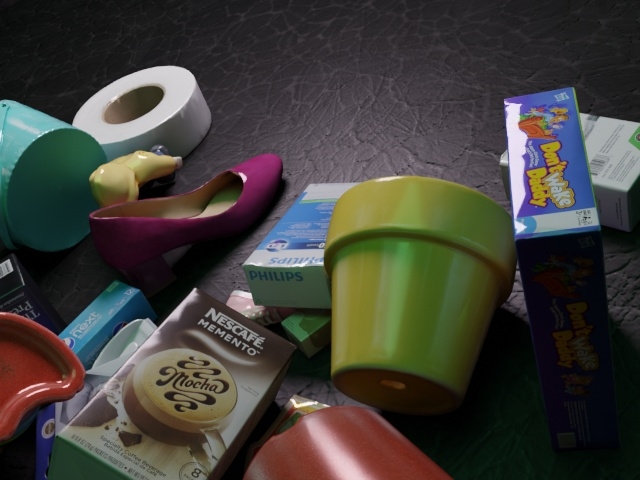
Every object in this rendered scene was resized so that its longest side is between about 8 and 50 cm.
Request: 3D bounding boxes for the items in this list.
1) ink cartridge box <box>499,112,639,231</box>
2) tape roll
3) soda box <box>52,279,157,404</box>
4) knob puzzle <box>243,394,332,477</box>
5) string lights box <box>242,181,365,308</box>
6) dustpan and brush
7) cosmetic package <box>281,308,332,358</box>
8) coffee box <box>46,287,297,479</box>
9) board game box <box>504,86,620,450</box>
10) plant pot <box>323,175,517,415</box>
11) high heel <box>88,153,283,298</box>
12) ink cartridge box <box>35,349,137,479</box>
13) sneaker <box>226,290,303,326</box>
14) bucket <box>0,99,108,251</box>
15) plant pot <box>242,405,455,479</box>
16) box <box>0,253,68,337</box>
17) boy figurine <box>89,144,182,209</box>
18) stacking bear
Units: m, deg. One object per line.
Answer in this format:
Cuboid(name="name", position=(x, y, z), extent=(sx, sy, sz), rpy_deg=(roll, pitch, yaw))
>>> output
Cuboid(name="ink cartridge box", position=(0.401, -0.113, 1.239), extent=(0.208, 0.087, 0.153), rpy_deg=(20, 56, 39))
Cuboid(name="tape roll", position=(-0.383, -0.257, 1.757), extent=(0.286, 0.100, 0.286), rpy_deg=(-13, 41, 12))
Cuboid(name="soda box", position=(-0.362, 0.164, 1.293), extent=(0.067, 0.071, 0.210), rpy_deg=(17, 53, 38))
Cuboid(name="knob puzzle", position=(-0.020, 0.288, 1.027), extent=(0.213, 0.030, 0.213), rpy_deg=(-13, 41, 11))
Cuboid(name="string lights box", position=(0.000, 0.000, 1.260), extent=(0.133, 0.077, 0.260), rpy_deg=(1, 31, 26))
Cuboid(name="dustpan and brush", position=(-0.313, 0.217, 1.216), extent=(0.211, 0.060, 0.147), rpy_deg=(-52, 44, -5))
Cuboid(name="cosmetic package", position=(0.007, 0.114, 1.201), extent=(0.115, 0.041, 0.060), rpy_deg=(-37, 41, -17))
Cuboid(name="coffee box", position=(-0.173, 0.213, 1.008), extent=(0.168, 0.119, 0.297), rpy_deg=(28, 37, 7))
Cuboid(name="board game box", position=(0.274, 0.040, 0.920), extent=(0.078, 0.347, 0.233), rpy_deg=(-8, 42, 16))
Cuboid(name="plant pot", position=(0.114, 0.083, 1.046), extent=(0.254, 0.254, 0.239), rpy_deg=(0, 59, 25))
Cuboid(name="high heel", position=(-0.217, -0.075, 1.409), extent=(0.127, 0.181, 0.377), rpy_deg=(20, 55, 39))
Cuboid(name="ink cartridge box", position=(-0.309, 0.278, 1.109), extent=(0.224, 0.045, 0.223), rpy_deg=(-25, 49, 11))
Cuboid(name="sneaker", position=(-0.093, 0.118, 1.239), extent=(0.134, 0.051, 0.070), rpy_deg=(5, 50, 31))
Cuboid(name="bucket", position=(-0.550, -0.115, 1.550), extent=(0.183, 0.281, 0.281), rpy_deg=(17, 53, 32))
Cuboid(name="plant pot", position=(0.054, 0.314, 0.799), extent=(0.272, 0.272, 0.265), rpy_deg=(-32, 33, -12))
Cuboid(name="box", position=(-0.544, 0.172, 1.281), extent=(0.261, 0.184, 0.103), rpy_deg=(-31, 43, -11))
Cuboid(name="boy figurine", position=(-0.340, -0.116, 1.497), extent=(0.177, 0.092, 0.285), rpy_deg=(-16, 14, 5))
Cuboid(name="stacking bear", position=(-0.476, 0.232, 1.146), extent=(0.175, 0.164, 0.289), rpy_deg=(-33, -9, -45))
